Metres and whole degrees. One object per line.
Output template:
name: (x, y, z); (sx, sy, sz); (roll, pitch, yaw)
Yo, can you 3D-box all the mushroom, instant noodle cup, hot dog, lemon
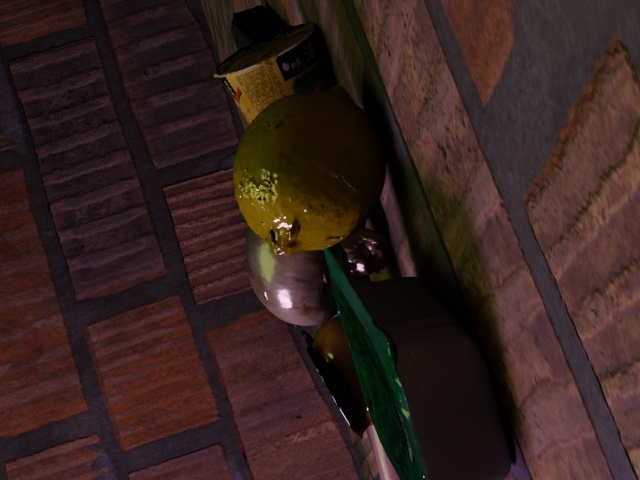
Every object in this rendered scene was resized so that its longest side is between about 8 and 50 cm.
mushroom: (0.000, 0.000, 1.536); (0.226, 0.178, 0.227); (-30, -56, -58)
instant noodle cup: (-0.050, -0.203, 1.567); (0.122, 0.151, 0.151); (61, 178, -19)
hot dog: (0.049, 0.163, 1.668); (0.194, 0.107, 0.326); (60, 178, -16)
lemon: (-0.014, -0.074, 1.324); (0.173, 0.173, 0.206); (80, -158, -57)

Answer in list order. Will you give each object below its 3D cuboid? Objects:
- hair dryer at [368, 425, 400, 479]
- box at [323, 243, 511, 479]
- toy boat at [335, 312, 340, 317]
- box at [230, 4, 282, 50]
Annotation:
hair dryer: (0.117, 0.355, 1.789); (0.210, 0.125, 0.353); (138, 116, -83)
box: (0.108, 0.149, 1.261); (0.337, 0.106, 0.264); (-125, 17, -70)
toy boat: (0.038, 0.059, 1.920); (0.046, 0.080, 0.229); (4, 117, 46)
box: (-0.071, -0.233, 1.965); (0.290, 0.073, 0.289); (-119, 12, -65)
